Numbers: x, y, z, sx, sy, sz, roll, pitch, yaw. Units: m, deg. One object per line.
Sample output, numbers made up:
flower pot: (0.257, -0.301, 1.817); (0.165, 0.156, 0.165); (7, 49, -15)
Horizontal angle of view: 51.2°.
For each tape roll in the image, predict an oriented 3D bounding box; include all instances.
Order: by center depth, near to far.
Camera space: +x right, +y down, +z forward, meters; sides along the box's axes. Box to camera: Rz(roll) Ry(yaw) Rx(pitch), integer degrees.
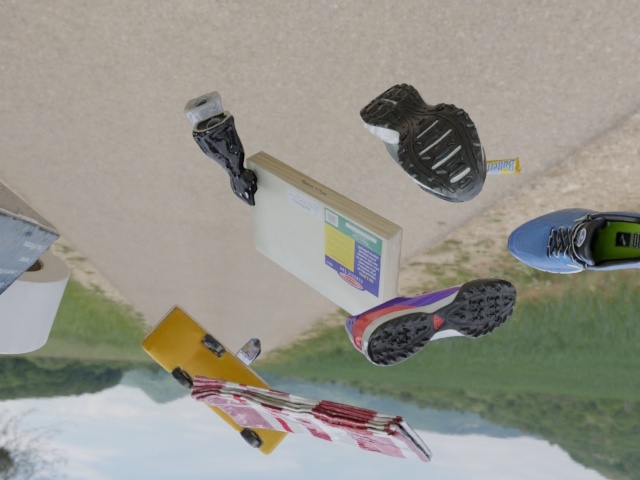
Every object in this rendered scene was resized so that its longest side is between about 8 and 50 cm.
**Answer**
tape roll: (-0.680, 0.109, 1.417); (0.246, 0.169, 0.246); (22, -169, -5)

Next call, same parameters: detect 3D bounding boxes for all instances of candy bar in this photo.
candy bar: (0.385, -0.165, 1.503); (0.018, 0.040, 0.162); (-11, -171, -36)

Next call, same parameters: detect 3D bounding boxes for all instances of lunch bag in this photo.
lunch bag: (-0.202, 0.315, 1.855); (0.053, 0.083, 0.071); (41, 122, 0)

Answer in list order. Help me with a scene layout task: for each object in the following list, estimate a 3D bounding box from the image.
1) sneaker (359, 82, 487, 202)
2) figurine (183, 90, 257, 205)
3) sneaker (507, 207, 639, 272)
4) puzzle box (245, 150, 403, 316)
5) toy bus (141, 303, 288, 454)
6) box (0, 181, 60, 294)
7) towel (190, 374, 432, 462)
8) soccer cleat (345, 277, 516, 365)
sneaker: (0.145, -0.118, 0.863); (0.108, 0.100, 0.271); (50, -173, -32)
figurine: (-0.210, -0.199, 1.471); (0.092, 0.215, 0.209); (-27, 126, -4)
sneaker: (0.475, -0.007, 1.187); (0.147, 0.129, 0.330); (8, 172, -41)
puzzle box: (0.000, 0.000, 1.454); (0.409, 0.052, 0.272); (32, 140, 32)
toy bus: (-0.199, 0.277, 1.335); (0.333, 0.108, 0.130); (43, 169, -9)
box: (-0.674, 0.053, 0.916); (0.297, 0.471, 0.480); (41, 170, -6)
towel: (-0.010, 0.282, 1.025); (0.329, 0.037, 0.237); (5, 155, 23)
soccer cleat: (0.196, 0.123, 1.164); (0.319, 0.108, 0.116); (-16, -158, -22)
